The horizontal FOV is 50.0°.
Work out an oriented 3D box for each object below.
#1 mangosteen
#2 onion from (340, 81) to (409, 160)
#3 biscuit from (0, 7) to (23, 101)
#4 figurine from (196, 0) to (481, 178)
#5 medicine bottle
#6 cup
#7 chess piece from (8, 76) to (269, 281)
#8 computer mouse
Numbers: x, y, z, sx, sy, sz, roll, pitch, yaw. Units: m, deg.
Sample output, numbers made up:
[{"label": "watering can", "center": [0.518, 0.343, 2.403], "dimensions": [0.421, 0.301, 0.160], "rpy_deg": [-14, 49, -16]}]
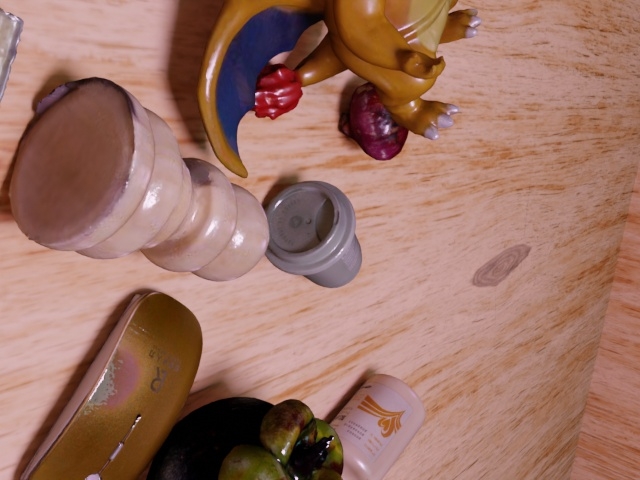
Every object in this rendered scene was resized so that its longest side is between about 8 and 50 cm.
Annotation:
[{"label": "mangosteen", "center": [-0.080, 0.277, 0.755], "dimensions": [0.243, 0.243, 0.243], "rpy_deg": [-24, 122, -46]}, {"label": "onion", "center": [0.074, -0.157, 0.900], "dimensions": [0.107, 0.097, 0.107], "rpy_deg": [-7, 90, -77]}, {"label": "biscuit", "center": [-0.322, -0.127, 0.427], "dimensions": [0.250, 0.046, 0.147], "rpy_deg": [15, 90, -53]}, {"label": "figurine", "center": [0.015, -0.271, 0.632], "dimensions": [0.401, 0.268, 0.387], "rpy_deg": [-54, 143, -16]}, {"label": "medicine bottle", "center": [0.051, 0.322, 1.039], "dimensions": [0.252, 0.114, 0.114], "rpy_deg": [-43, 134, -34]}, {"label": "cup", "center": [0.000, 0.000, 0.850], "dimensions": [0.120, 0.120, 0.141], "rpy_deg": [-65, 152, -11]}, {"label": "chess piece", "center": [-0.138, -0.033, 0.644], "dimensions": [0.261, 0.143, 0.142], "rpy_deg": [28, 81, -57]}, {"label": "computer mouse", "center": [-0.203, 0.171, 0.699], "dimensions": [0.245, 0.056, 0.126], "rpy_deg": [-60, 141, -15]}]
